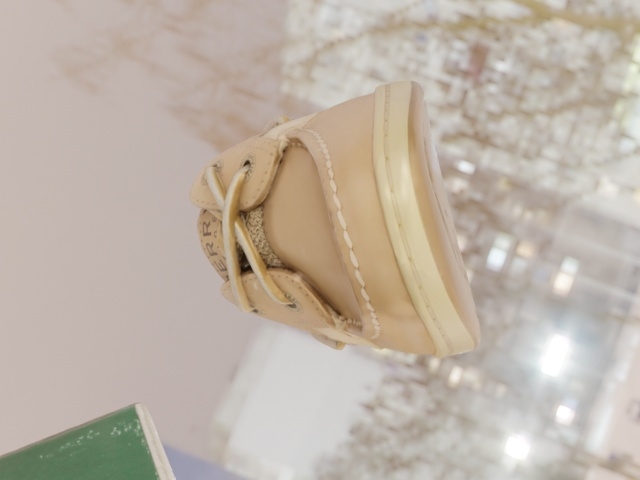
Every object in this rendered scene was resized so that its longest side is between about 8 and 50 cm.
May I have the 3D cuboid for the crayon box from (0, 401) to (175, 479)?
[{"bbox_3d":[-0.041,0.244,0.734,0.323,0.083,0.203,-119,10,-50],"label":"crayon box"}]

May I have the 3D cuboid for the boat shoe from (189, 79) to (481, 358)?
[{"bbox_3d":[0.000,0.000,0.892,0.341,0.110,0.122,-179,76,-87],"label":"boat shoe"}]
